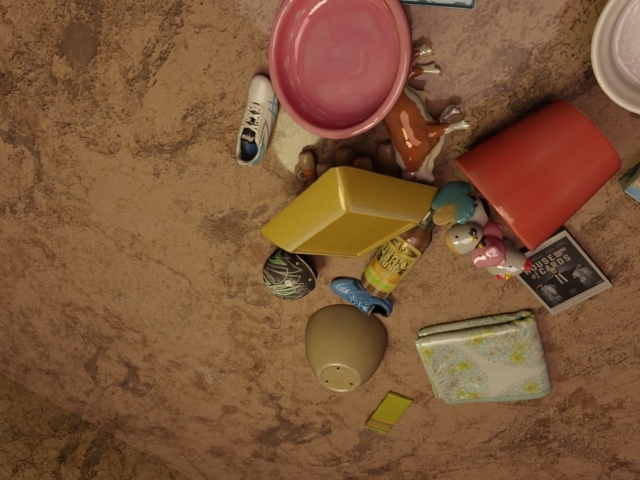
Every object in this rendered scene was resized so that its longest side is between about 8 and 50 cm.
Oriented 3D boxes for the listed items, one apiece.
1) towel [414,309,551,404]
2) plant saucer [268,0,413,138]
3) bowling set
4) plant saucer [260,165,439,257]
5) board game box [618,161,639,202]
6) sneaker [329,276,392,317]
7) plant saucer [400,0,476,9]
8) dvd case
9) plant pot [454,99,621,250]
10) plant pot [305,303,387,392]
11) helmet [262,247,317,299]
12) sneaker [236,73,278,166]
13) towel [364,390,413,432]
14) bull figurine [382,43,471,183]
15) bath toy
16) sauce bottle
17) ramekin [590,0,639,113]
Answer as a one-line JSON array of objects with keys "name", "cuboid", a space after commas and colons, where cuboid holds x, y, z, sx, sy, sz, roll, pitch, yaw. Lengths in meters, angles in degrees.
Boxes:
[{"name": "towel", "cuboid": [0.521, 0.393, 1.396, 0.374, 0.090, 0.321, -15, 119, 20]}, {"name": "plant saucer", "cuboid": [0.043, -0.391, 0.930, 0.331, 0.084, 0.333, 10, 111, 27]}, {"name": "bowling set", "cuboid": [0.062, -0.134, 1.086, 0.286, 0.200, 0.154, -2, 124, 18]}, {"name": "plant saucer", "cuboid": [0.074, -0.040, 1.056, 0.332, 0.081, 0.332, 6, 153, -36]}, {"name": "board game box", "cuboid": [0.861, -0.163, 0.923, 0.224, 0.097, 0.303, 38, 124, 5]}, {"name": "sneaker", "cuboid": [0.126, 0.179, 1.344, 0.209, 0.082, 0.069, 21, 127, 0]}, {"name": "plant saucer", "cuboid": [0.228, -0.523, 0.896, 0.191, 0.018, 0.067, 8, 124, 6]}, {"name": "dvd case", "cuboid": [0.659, 0.090, 1.202, 0.238, 0.030, 0.179, 42, 121, -16]}, {"name": "plant pot", "cuboid": [0.480, -0.152, 0.954, 0.243, 0.275, 0.275, -39, 108, 19]}, {"name": "plant pot", "cuboid": [0.072, 0.378, 1.420, 0.283, 0.191, 0.284, 6, 124, 9]}, {"name": "helmet", "cuboid": [-0.089, 0.097, 1.285, 0.169, 0.162, 0.170, 6, 124, 8]}, {"name": "sneaker", "cuboid": [-0.163, -0.294, 1.090, 0.085, 0.086, 0.237, 18, 123, 2]}, {"name": "towel", "cuboid": [0.262, 0.668, 1.676, 0.102, 0.021, 0.237, 19, 124, -7]}, {"name": "bull figurine", "cuboid": [0.221, -0.279, 0.993, 0.188, 0.101, 0.310, -27, 105, 20]}, {"name": "bath toy", "cuboid": [0.410, 0.001, 1.073, 0.348, 0.129, 0.151, 36, 84, -35]}, {"name": "sauce bottle", "cuboid": [0.231, 0.014, 1.195, 0.111, 0.111, 0.345, 25, 124, -5]}, {"name": "ramekin", "cuboid": [0.656, -0.376, 0.784, 0.277, 0.135, 0.277, 17, 123, 28]}]
